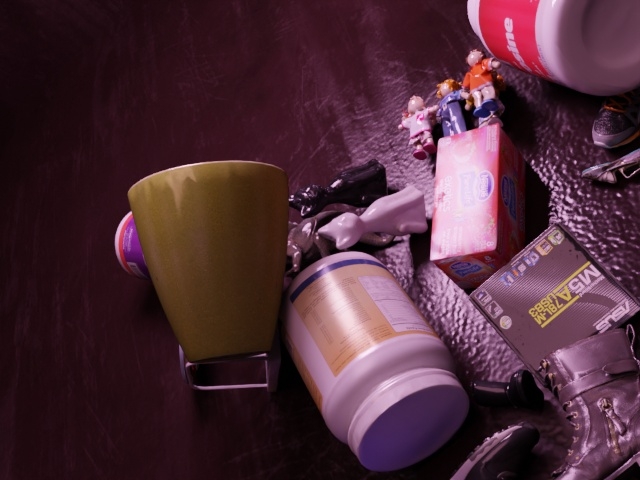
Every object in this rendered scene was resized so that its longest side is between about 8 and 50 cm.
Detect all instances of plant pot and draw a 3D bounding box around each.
[{"bbox_3d":[-0.169,0.050,1.224,0.275,0.275,0.293,-16,76,31],"label":"plant pot"}]

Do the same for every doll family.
[{"bbox_3d":[0.279,-0.267,1.445,0.263,0.118,0.163,-33,51,44],"label":"doll family"}]

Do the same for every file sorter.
[{"bbox_3d":[-0.173,0.137,1.410,0.173,0.193,0.277,-3,63,-7],"label":"file sorter"}]

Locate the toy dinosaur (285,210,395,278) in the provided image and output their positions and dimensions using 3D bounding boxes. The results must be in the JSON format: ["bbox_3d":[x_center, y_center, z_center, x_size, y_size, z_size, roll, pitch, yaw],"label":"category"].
[{"bbox_3d":[0.000,0.000,1.479,0.314,0.121,0.160,-24,57,30],"label":"toy dinosaur"}]

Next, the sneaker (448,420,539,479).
[{"bbox_3d":[0.238,0.394,1.061,0.283,0.107,0.124,-49,58,8],"label":"sneaker"}]

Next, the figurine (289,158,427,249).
[{"bbox_3d":[0.066,-0.060,1.402,0.210,0.092,0.215,-17,36,-24],"label":"figurine"}]

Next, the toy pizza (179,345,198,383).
[{"bbox_3d":[-0.270,0.201,1.547,0.032,0.201,0.201,0,56,-3],"label":"toy pizza"}]

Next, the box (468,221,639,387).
[{"bbox_3d":[0.361,0.098,1.133,0.191,0.045,0.184,-42,62,10],"label":"box"}]

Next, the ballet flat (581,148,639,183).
[{"bbox_3d":[0.491,-0.116,1.206,0.114,0.041,0.041,-23,51,28],"label":"ballet flat"}]

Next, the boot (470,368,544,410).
[{"bbox_3d":[0.276,0.226,1.107,0.099,0.121,0.045,0,61,33],"label":"boot"}]

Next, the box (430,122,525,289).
[{"bbox_3d":[0.279,-0.057,1.277,0.123,0.128,0.256,-12,56,34],"label":"box"}]

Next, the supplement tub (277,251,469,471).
[{"bbox_3d":[0.080,0.194,1.208,0.228,0.228,0.316,-43,45,9],"label":"supplement tub"}]

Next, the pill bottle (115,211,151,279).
[{"bbox_3d":[-0.315,0.012,1.685,0.323,0.181,0.181,3,66,40],"label":"pill bottle"}]

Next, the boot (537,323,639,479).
[{"bbox_3d":[0.357,0.251,1.000,0.263,0.091,0.229,-29,40,8],"label":"boot"}]

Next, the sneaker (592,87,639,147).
[{"bbox_3d":[0.524,-0.253,1.234,0.084,0.083,0.215,30,86,45],"label":"sneaker"}]

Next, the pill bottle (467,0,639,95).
[{"bbox_3d":[0.408,-0.396,1.259,0.229,0.229,0.407,-45,23,8],"label":"pill bottle"}]
